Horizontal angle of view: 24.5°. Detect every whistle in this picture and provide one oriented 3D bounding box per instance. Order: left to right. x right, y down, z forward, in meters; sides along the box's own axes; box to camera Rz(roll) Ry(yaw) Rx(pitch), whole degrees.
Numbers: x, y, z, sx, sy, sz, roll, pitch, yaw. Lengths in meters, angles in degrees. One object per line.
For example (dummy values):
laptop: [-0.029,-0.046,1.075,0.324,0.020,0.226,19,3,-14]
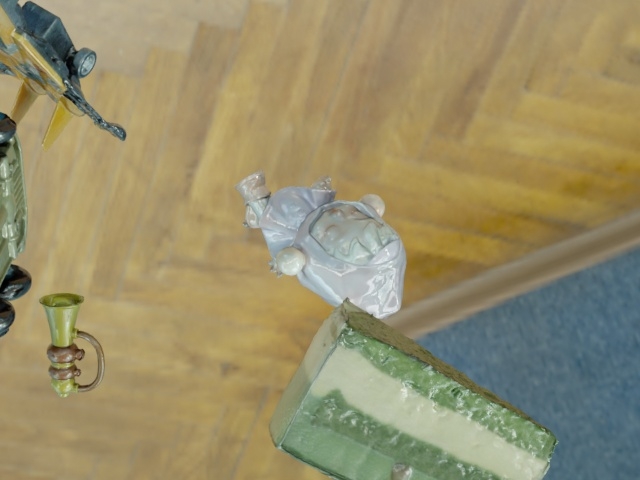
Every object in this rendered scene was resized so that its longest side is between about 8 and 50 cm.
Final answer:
whistle: [-0.256,0.110,1.529,0.057,0.046,0.109,-8,107,-14]

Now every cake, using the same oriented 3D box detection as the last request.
cake: [0.092,0.186,1.568,0.284,0.172,0.158,28,95,-17]

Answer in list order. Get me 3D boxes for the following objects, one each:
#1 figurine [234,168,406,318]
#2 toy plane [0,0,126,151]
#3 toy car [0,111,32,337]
figurine: [0.001,0.001,1.954,0.200,0.276,0.133,-32,142,-38]
toy plane: [-0.315,-0.217,1.575,0.204,0.103,0.316,29,158,15]
toy car: [-0.402,-0.015,1.471,0.198,0.248,0.204,0,115,1]
